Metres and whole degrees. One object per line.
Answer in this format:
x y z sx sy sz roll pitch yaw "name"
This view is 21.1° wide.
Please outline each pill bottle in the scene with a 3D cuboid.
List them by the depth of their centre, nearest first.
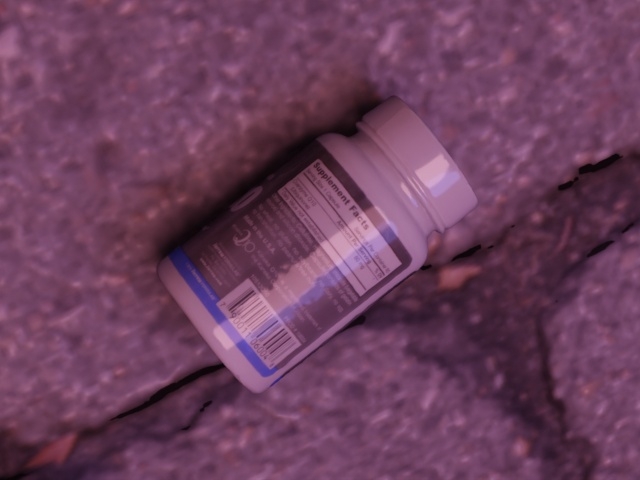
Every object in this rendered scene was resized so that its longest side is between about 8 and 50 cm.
0.000 0.000 0.791 0.137 0.078 0.078 -38 116 -2 "pill bottle"
